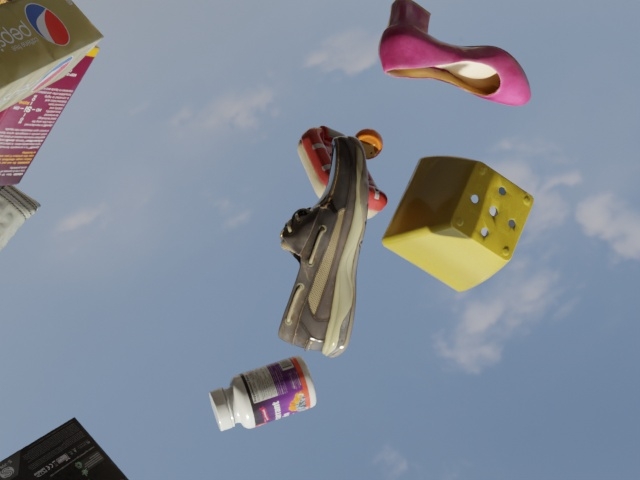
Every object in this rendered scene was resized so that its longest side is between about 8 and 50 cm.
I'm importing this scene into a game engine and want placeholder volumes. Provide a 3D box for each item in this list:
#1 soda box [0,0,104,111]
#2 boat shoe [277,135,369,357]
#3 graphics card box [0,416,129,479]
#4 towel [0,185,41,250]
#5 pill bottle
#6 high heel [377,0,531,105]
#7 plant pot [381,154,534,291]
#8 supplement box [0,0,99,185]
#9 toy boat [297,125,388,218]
[{"bbox_3d":[-0.242,-0.142,0.583,0.061,0.058,0.181,-35,-164,24],"label":"soda box"},{"bbox_3d":[0.000,0.000,1.186,0.130,0.132,0.355,7,-103,-2],"label":"boat shoe"},{"bbox_3d":[-0.445,0.537,1.426,0.094,0.371,0.233,-48,171,28],"label":"graphics card box"},{"bbox_3d":[-0.564,-0.019,0.904,0.324,0.312,0.056,-56,-164,-23],"label":"towel"},{"bbox_3d":[-0.114,0.304,1.483,0.193,0.108,0.108,-16,-145,-14],"label":"pill bottle"},{"bbox_3d":[0.179,-0.210,0.982,0.082,0.244,0.117,-24,-135,48],"label":"high heel"},{"bbox_3d":[0.282,-0.043,1.467,0.212,0.212,0.187,-63,-164,-15],"label":"plant pot"},{"bbox_3d":[-0.332,-0.159,0.786,0.104,0.081,0.188,43,-71,12],"label":"supplement box"},{"bbox_3d":[0.063,-0.154,1.474,0.151,0.151,0.231,-47,-132,28],"label":"toy boat"}]
